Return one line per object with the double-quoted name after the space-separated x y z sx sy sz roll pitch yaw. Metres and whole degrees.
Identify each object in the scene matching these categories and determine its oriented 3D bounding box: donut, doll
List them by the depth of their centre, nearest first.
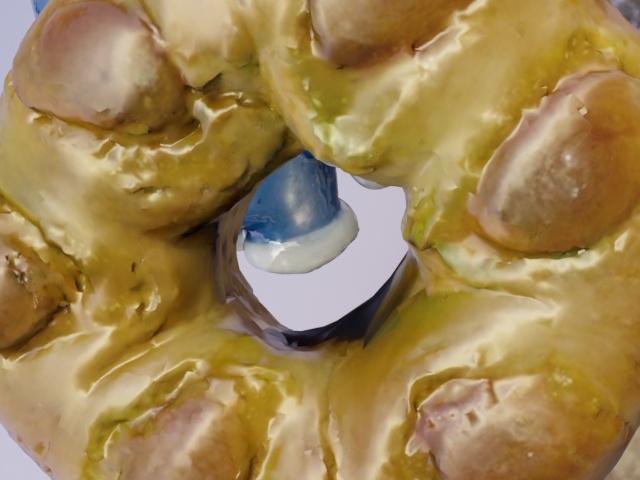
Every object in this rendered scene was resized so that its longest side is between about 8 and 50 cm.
0.001 0.002 0.363 0.226 0.227 0.114 -61 -6 11 "donut"
-0.054 -0.101 0.681 0.161 0.215 0.257 -58 -35 -38 "doll"
